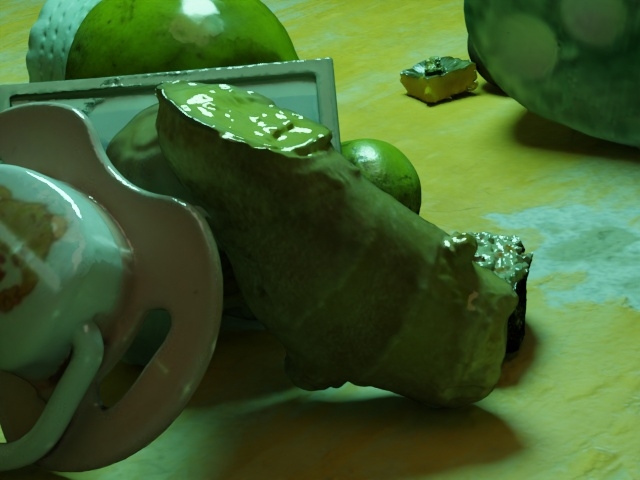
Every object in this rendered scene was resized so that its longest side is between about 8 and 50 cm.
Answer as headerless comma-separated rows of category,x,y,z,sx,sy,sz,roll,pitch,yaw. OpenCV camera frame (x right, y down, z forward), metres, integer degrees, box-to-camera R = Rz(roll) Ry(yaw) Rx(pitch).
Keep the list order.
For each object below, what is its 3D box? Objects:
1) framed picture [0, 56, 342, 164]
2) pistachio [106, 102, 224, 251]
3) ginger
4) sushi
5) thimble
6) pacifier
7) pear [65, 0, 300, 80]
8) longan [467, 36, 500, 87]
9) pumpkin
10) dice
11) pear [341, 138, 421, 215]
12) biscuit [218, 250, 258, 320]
framed picture,-0.144,-0.053,1.523,0.335,0.022,0.247,-5,65,-1
pistachio,-0.076,-0.050,1.380,0.223,0.152,0.126,17,58,-1
ginger,0.000,0.000,1.255,0.190,0.354,0.126,-42,-2,24
sushi,0.136,0.044,1.371,0.090,0.078,0.150,1,21,12
thimble,-0.246,-0.234,1.972,0.149,0.185,0.211,14,63,42
pacifier,-0.200,0.037,1.263,0.273,0.220,0.332,-22,49,-40
pear,-0.151,-0.167,1.732,0.253,0.253,0.307,-14,21,-24
longan,0.236,-0.247,2.036,0.092,0.113,0.113,-37,29,-8
pumpkin,0.150,-0.210,2.039,0.083,0.054,0.074,-22,24,-23
dice,0.376,-0.317,1.816,0.328,0.348,0.330,25,43,24
pear,0.046,-0.046,1.577,0.107,0.107,0.131,-10,34,-15
biscuit,-0.113,0.030,1.443,0.228,0.031,0.176,-36,60,-18
